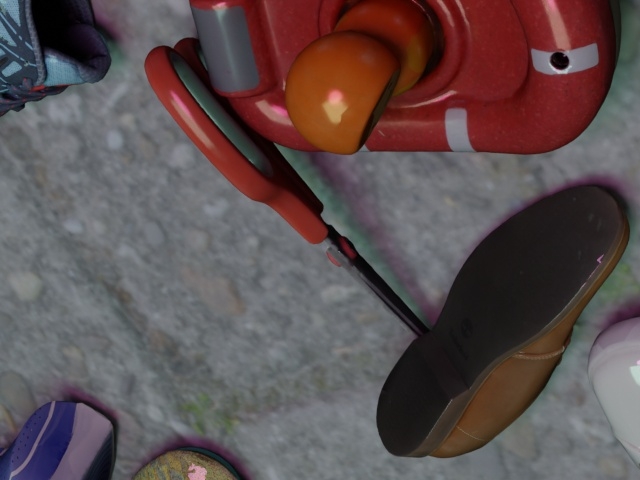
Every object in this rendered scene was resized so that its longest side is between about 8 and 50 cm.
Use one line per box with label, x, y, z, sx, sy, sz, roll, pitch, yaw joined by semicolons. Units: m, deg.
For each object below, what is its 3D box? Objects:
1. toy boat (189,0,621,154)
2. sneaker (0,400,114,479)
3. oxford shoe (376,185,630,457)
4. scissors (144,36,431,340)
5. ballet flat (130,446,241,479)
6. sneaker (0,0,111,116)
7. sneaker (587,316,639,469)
toy boat;0.031;-0.095;0.808;0.231;0.151;0.151;1;124;24
sneaker;-0.281;0.228;1.201;0.182;0.127;0.315;28;132;1
oxford shoe;0.118;0.050;0.939;0.076;0.076;0.212;12;131;-34
scissors;0.000;0.000;0.924;0.021;0.109;0.297;-35;106;13
ballet flat;-0.134;0.300;1.194;0.123;0.123;0.349;27;130;5
sneaker;-0.190;-0.107;0.934;0.125;0.104;0.262;29;131;1
sneaker;0.257;0.168;0.916;0.290;0.123;0.106;45;131;-9
